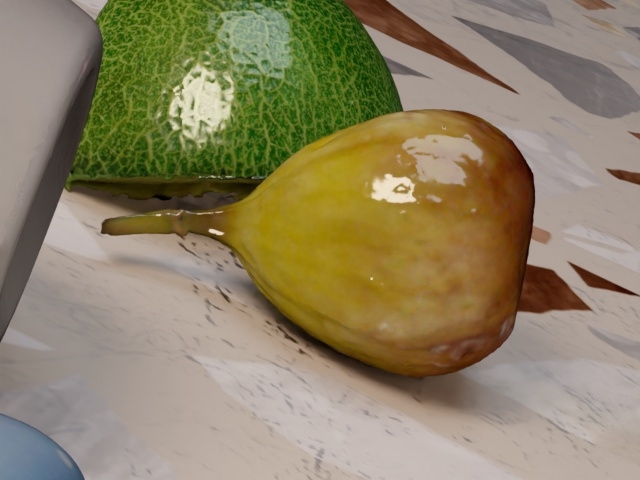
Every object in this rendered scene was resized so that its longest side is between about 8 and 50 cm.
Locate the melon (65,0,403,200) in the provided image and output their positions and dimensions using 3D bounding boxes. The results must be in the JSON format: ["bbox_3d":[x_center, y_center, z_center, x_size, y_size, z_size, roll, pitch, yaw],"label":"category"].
[{"bbox_3d":[-0.029,-0.108,1.264,0.265,0.169,0.129,4,-8,-40],"label":"melon"}]

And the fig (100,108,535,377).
[{"bbox_3d":[0.000,0.000,1.142,0.257,0.159,0.159,4,22,-8],"label":"fig"}]

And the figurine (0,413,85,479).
[{"bbox_3d":[-0.090,0.161,0.600,0.263,0.143,0.162,40,27,-3],"label":"figurine"}]

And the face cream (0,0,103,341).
[{"bbox_3d":[-0.288,-0.074,0.844,0.357,0.219,0.312,19,20,-4],"label":"face cream"}]
